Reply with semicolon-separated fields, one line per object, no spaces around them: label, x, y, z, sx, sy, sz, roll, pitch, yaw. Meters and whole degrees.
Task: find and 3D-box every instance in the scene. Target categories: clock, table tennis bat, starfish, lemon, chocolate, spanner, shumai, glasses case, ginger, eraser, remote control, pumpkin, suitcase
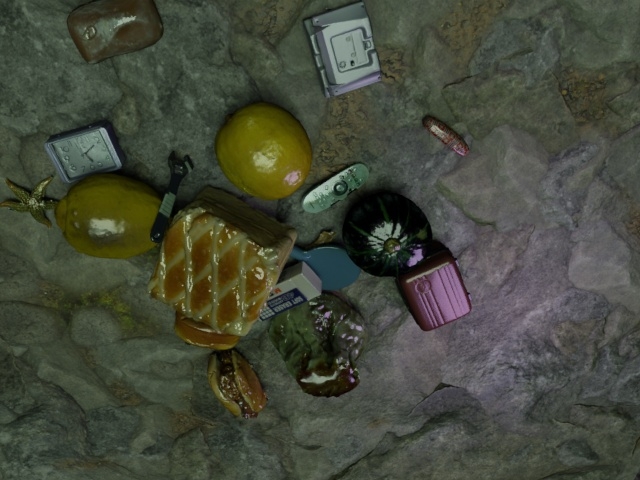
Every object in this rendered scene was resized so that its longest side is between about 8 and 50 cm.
clock;-0.716;-0.271;1.654;0.193;0.073;0.144;-16;120;0
table tennis bat;-0.004;0.084;1.948;0.329;0.044;0.215;26;126;-27
starfish;-0.899;-0.135;1.719;0.208;0.053;0.176;26;101;-27
lemon;-0.630;-0.074;1.667;0.316;0.285;0.285;-21;132;-49
lemon;-0.167;-0.264;1.629;0.297;0.297;0.297;-4;118;-7
chocolate;-0.571;-0.590;1.501;0.261;0.083;0.161;-20;121;2
spanner;-0.465;-0.137;1.658;0.024;0.315;0.087;-8;148;37
shumai;0.006;0.408;1.991;0.397;0.323;0.324;31;111;-20
glasses case;0.421;-0.347;1.790;0.194;0.073;0.049;31;115;-23
clock;0.068;-0.567;1.613;0.186;0.083;0.253;-19;119;1
ginger;0.005;0.003;1.933;0.137;0.044;0.057;-43;146;21
eraser;-0.140;0.186;1.949;0.279;0.081;0.124;-27;121;23
remote control;0.049;-0.177;1.842;0.256;0.045;0.097;-29;120;4
pumpkin;0.230;-0.014;1.842;0.315;0.238;0.315;-2;114;-5
suitcase;0.414;0.172;2.017;0.236;0.161;0.297;-25;119;4

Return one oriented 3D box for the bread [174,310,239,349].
bread;-0.387;0.284;1.937;0.270;0.195;0.142;16;121;-21

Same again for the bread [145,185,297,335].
bread;-0.309;0.073;1.743;0.371;0.279;0.390;29;114;1

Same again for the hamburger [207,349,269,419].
hamburger;-0.330;0.568;2.116;0.155;0.245;0.282;-22;75;9

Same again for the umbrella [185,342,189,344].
umbrella;-0.489;0.377;2.069;0.083;0.020;0.031;-44;116;9
